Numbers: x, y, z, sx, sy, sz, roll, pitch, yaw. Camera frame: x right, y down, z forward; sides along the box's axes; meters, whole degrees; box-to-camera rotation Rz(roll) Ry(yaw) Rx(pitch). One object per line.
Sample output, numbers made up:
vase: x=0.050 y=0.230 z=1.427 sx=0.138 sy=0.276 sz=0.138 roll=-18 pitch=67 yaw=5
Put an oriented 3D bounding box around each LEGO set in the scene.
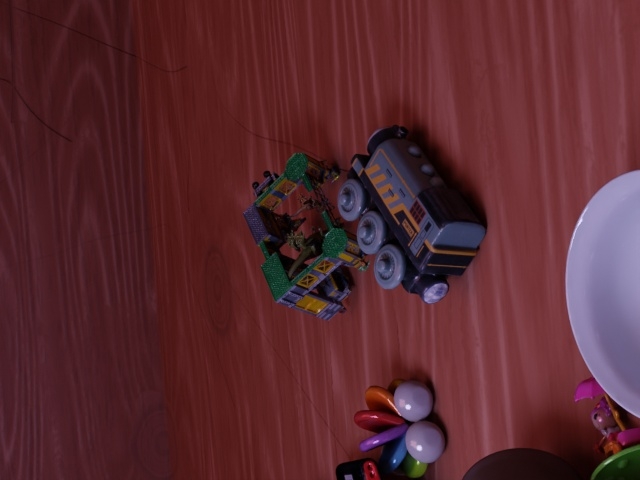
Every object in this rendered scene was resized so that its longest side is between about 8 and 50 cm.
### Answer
LEGO set: x=0.000 y=0.000 z=2.018 sx=0.255 sy=0.192 sz=0.331 roll=-49 pitch=48 yaw=16

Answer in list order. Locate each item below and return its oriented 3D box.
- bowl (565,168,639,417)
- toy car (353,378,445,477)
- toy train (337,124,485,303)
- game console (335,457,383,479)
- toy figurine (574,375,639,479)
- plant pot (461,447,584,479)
bowl: x=0.432 y=0.059 z=1.152 sx=0.298 sy=0.134 sz=0.297 roll=21 pitch=113 yaw=61
toy car: x=0.130 y=0.344 z=1.795 sx=0.159 sy=0.136 sz=0.182 roll=-45 pitch=54 yaw=56
toy train: x=0.150 y=-0.051 z=1.708 sx=0.190 sy=0.142 sz=0.334 roll=-59 pitch=40 yaw=31
game console: x=0.109 y=0.576 z=1.838 sx=0.386 sy=0.060 sz=0.341 roll=115 pitch=144 yaw=-74
toy figurine: x=0.396 y=0.253 z=1.321 sx=0.173 sy=0.130 sz=0.159 roll=77 pitch=180 yaw=-46
plant pot: x=0.280 y=0.439 z=1.329 sx=0.280 sy=0.323 sz=0.323 roll=-76 pitch=-5 yaw=-65
